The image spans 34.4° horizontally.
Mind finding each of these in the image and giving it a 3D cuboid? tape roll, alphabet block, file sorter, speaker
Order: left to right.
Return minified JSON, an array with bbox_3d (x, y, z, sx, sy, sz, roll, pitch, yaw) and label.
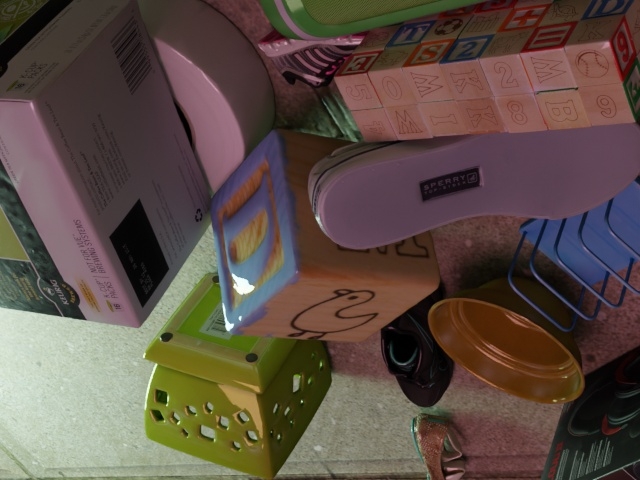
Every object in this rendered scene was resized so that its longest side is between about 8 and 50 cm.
[{"bbox_3d":[-0.205,-0.177,1.314,0.286,0.100,0.286,16,138,15],"label":"tape roll"},{"bbox_3d":[0.000,0.000,1.250,0.197,0.193,0.192,6,152,-30],"label":"alphabet block"},{"bbox_3d":[0.083,-0.281,1.018,0.296,0.131,0.131,-7,128,35],"label":"speaker"},{"bbox_3d":[0.319,0.016,1.204,0.118,0.104,0.170,40,139,-11],"label":"file sorter"}]

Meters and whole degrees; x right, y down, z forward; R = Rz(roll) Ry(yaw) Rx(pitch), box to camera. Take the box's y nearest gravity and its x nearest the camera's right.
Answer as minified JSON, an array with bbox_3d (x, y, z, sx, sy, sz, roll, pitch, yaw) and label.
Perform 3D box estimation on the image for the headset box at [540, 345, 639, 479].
[{"bbox_3d":[0.404,0.250,1.308,0.110,0.218,0.293,37,140,-7],"label":"headset box"}]

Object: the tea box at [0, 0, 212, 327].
[{"bbox_3d":[-0.346,-0.098,1.229,0.323,0.220,0.329,6,134,24],"label":"tea box"}]

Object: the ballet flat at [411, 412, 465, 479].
[{"bbox_3d":[0.196,0.353,1.655,0.067,0.073,0.206,-5,134,15],"label":"ballet flat"}]

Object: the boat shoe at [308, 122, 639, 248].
[{"bbox_3d":[0.161,-0.087,1.142,0.367,0.156,0.136,-15,116,-5],"label":"boat shoe"}]

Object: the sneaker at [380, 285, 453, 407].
[{"bbox_3d":[0.123,0.160,1.468,0.101,0.106,0.267,7,136,22],"label":"sneaker"}]

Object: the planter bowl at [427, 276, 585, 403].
[{"bbox_3d":[0.254,0.111,1.336,0.217,0.090,0.217,26,153,14],"label":"planter bowl"}]

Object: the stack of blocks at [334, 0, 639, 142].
[{"bbox_3d":[0.183,-0.189,1.017,0.297,0.171,0.087,0,132,39],"label":"stack of blocks"}]

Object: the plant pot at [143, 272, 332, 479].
[{"bbox_3d":[-0.128,0.187,1.555,0.227,0.228,0.207,14,132,20],"label":"plant pot"}]

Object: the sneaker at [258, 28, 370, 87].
[{"bbox_3d":[0.011,-0.214,1.179,0.170,0.063,0.075,-1,131,37],"label":"sneaker"}]
